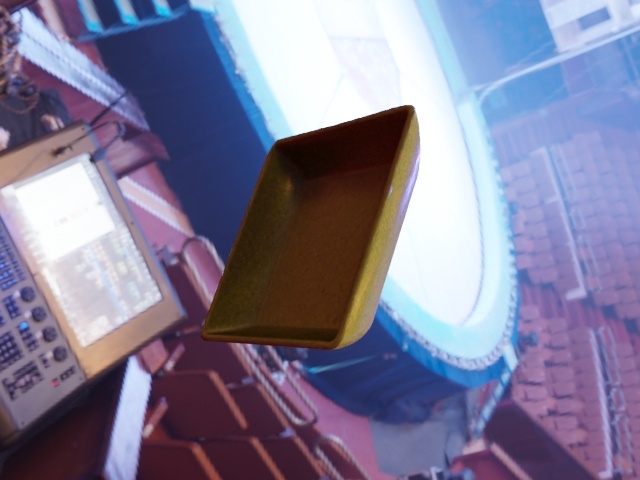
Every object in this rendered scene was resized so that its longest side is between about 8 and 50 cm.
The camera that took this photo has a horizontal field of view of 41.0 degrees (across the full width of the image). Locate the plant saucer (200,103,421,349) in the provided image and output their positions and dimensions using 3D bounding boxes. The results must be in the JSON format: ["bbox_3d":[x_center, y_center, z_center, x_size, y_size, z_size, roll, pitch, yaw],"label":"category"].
[{"bbox_3d":[0.000,0.000,0.663,0.045,0.188,0.188,29,70,-31],"label":"plant saucer"}]
